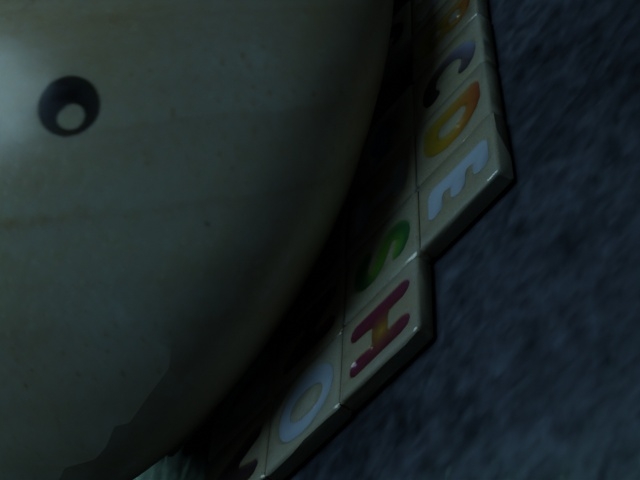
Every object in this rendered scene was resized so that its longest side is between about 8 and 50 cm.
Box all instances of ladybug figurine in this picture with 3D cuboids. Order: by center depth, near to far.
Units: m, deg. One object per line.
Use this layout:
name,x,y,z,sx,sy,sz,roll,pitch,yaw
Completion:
ladybug figurine,-0.108,-0.063,0.661,0.305,0.162,0.449,-53,18,11

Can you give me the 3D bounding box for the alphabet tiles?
alphabet tiles,0.000,0.000,0.557,0.198,0.009,0.237,-46,20,27
